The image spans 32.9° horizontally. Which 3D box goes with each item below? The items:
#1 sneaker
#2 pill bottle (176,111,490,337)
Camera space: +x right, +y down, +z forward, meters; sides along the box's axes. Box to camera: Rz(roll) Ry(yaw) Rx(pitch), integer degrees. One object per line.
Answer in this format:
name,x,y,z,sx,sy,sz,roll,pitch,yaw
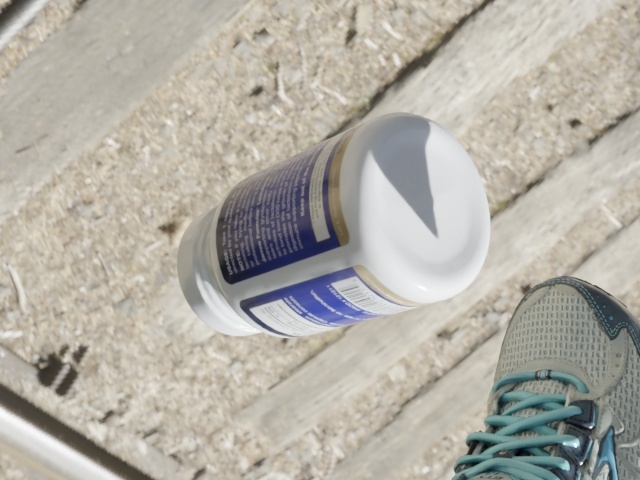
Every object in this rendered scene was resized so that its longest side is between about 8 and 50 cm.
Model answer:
sneaker,0.117,0.131,0.543,0.110,0.283,0.122,-17,140,34
pill bottle,0.000,0.000,0.921,0.153,0.153,0.265,14,158,-38
